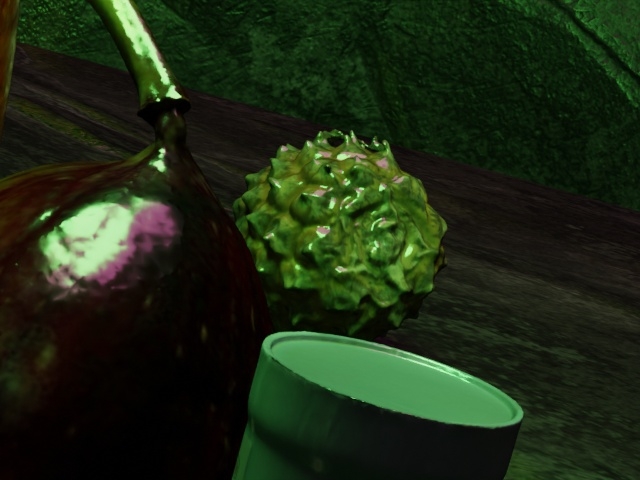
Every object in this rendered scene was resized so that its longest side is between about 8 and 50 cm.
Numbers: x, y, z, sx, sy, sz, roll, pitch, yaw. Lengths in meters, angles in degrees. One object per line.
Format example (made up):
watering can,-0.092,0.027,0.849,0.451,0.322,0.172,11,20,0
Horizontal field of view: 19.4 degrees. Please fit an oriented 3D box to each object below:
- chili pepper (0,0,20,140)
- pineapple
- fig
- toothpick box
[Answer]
chili pepper,-0.321,-0.126,1.175,0.251,0.305,0.229,15,7,11
pineapple,0.000,0.000,1.388,0.166,0.166,0.193,10,-7,-30
fig,-0.089,0.031,0.780,0.186,0.249,0.204,32,5,-11
toothpick box,0.007,0.121,0.691,0.101,0.153,0.101,15,9,-2
